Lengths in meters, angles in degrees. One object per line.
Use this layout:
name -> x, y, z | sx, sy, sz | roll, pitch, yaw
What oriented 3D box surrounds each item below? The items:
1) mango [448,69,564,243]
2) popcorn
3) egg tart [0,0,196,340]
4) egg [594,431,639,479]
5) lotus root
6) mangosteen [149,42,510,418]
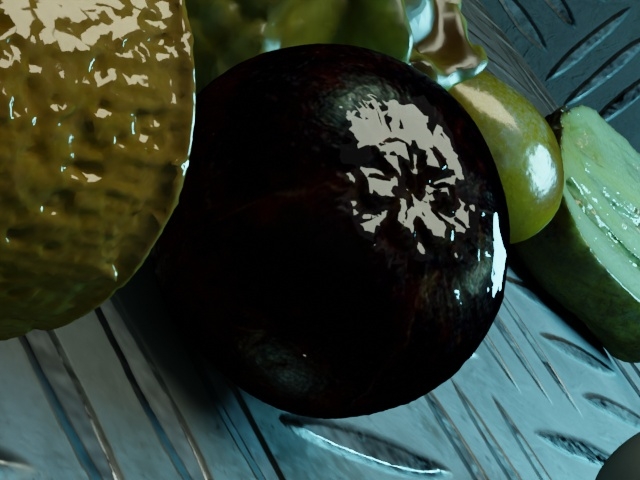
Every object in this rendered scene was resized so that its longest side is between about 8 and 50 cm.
mango -> 0.092, -0.112, 1.515 | 0.316, 0.146, 0.193 | 35, -12, -16
popcorn -> -0.021, -0.147, 1.128 | 0.258, 0.270, 0.224 | -10, 49, -21
egg tart -> -0.161, -0.061, 0.599 | 0.147, 0.202, 0.202 | 5, 46, -58
egg -> 0.292, 0.221, 1.233 | 0.232, 0.176, 0.176 | 28, 26, -57
lotus root -> 0.294, -0.011, 1.890 | 0.260, 0.149, 0.267 | 32, 41, -39
mangosteen -> -0.002, -0.007, 0.934 | 0.216, 0.216, 0.216 | 45, 15, -16
